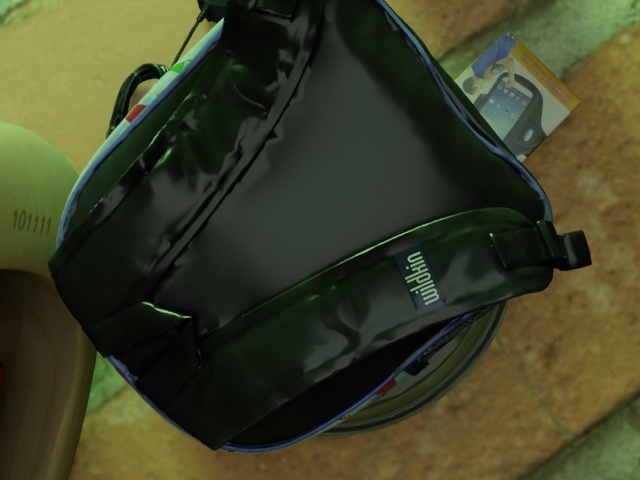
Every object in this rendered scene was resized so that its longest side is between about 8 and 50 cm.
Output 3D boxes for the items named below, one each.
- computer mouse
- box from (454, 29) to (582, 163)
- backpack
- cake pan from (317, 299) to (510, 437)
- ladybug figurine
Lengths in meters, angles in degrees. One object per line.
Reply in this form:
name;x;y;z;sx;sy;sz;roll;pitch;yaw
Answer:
computer mouse;-0.084;-0.155;0.958;0.071;0.041;0.242;36;91;39
box;0.122;-0.084;0.963;0.081;0.028;0.136;44;84;3
backpack;-0.025;-0.007;0.795;0.263;0.213;0.276;-40;85;-7
cake pan;0.000;0.000;0.925;0.293;0.054;0.293;0;89;3
ladybug figurine;-0.289;0.133;0.818;0.162;0.305;0.449;17;90;24
